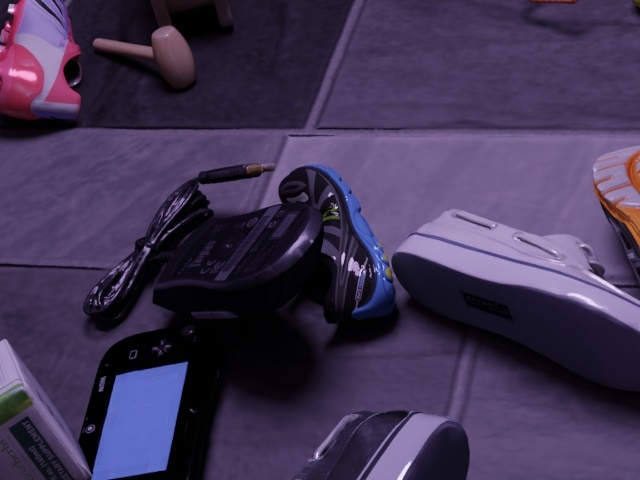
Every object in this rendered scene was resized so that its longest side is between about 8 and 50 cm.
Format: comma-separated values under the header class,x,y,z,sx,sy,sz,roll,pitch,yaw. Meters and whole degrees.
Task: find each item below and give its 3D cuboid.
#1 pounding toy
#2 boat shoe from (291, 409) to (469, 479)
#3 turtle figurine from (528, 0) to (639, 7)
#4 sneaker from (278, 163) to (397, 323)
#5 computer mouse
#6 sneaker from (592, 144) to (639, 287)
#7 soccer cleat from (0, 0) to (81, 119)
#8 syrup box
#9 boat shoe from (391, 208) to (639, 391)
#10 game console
class,x,y,z,sx,sy,sz,roll,pitch,yaw
pounding toy,-0.181,-0.286,1.587,0.155,0.154,0.269,-15,40,-1
boat shoe,-0.014,0.213,1.000,0.105,0.113,0.306,7,42,32
turtle figurine,0.335,-0.305,1.511,0.270,0.087,0.217,-5,58,21
sneaker,0.000,0.000,1.273,0.078,0.067,0.188,-18,42,-10
computer mouse,-0.065,0.002,1.264,0.262,0.060,0.184,-11,35,45
sneaker,0.266,-0.004,1.196,0.084,0.083,0.215,-11,35,3
soccer cleat,-0.287,-0.202,1.594,0.095,0.083,0.248,14,34,-12
syrup box,-0.292,0.182,1.082,0.237,0.093,0.096,-33,26,-7
boat shoe,0.173,0.031,1.167,0.258,0.095,0.084,24,57,35
game console,-0.155,0.197,1.111,0.213,0.044,0.361,-5,41,11
